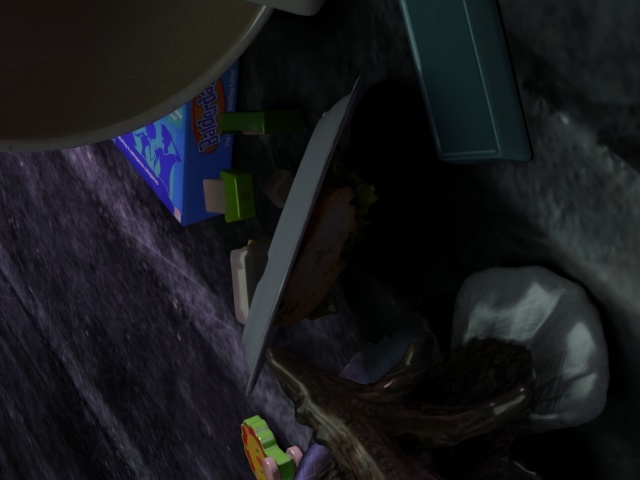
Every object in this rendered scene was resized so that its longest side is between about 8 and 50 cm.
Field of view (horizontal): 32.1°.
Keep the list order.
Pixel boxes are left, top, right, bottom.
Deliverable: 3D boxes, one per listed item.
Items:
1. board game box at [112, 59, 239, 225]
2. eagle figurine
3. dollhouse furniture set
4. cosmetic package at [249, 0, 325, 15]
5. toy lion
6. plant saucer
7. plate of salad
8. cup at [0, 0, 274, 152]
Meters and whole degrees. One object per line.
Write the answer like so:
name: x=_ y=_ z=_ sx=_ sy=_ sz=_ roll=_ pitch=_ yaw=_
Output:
board game box: x=-0.124 y=-0.140 z=0.867 sx=0.160 sy=0.047 sz=0.210 roll=47 pitch=144 yaw=35
eagle figurine: x=0.051 y=0.150 z=0.663 sx=0.298 sy=0.225 sz=0.226 roll=61 pitch=-142 yaw=-63
dollhouse furniture set: x=-0.039 y=-0.015 z=0.777 sx=0.059 sy=0.076 sz=0.151 roll=6 pitch=104 yaw=56
cosmetic package: x=-0.014 y=-0.260 z=0.408 sx=0.113 sy=0.160 sz=0.309 roll=15 pitch=135 yaw=7
toy lion: x=-0.041 y=0.206 z=0.978 sx=0.096 sy=0.034 sz=0.100 roll=20 pitch=126 yaw=63
plant saucer: x=0.062 y=-0.130 z=0.583 sx=0.067 sy=0.018 sz=0.192 roll=4 pitch=113 yaw=60
plate of salad: x=0.000 y=0.000 z=0.650 sx=0.048 sy=0.199 sz=0.199 roll=19 pitch=140 yaw=1
cup: x=-0.185 y=-0.252 z=0.672 sx=0.237 sy=0.331 sz=0.331 roll=-106 pitch=13 yaw=-55
